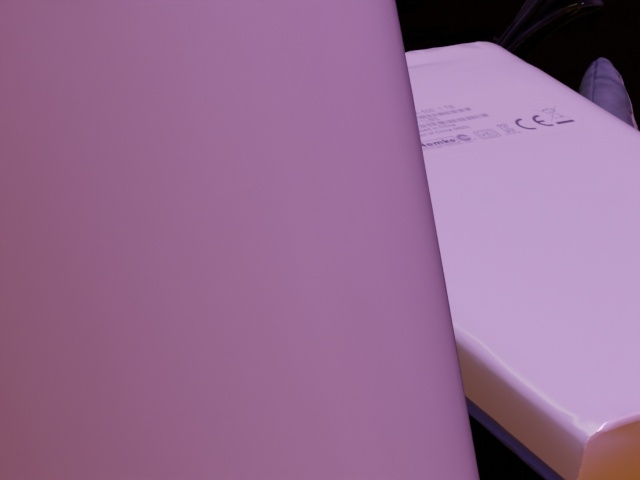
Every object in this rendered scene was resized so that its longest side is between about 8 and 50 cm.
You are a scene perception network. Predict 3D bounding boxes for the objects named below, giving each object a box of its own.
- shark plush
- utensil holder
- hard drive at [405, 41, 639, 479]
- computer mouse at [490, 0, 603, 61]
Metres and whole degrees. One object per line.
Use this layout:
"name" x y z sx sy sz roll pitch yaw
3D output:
"shark plush" 0.153 -0.056 1.166 0.073 0.067 0.161 0 22 32
"utensil holder" -0.119 0.069 0.460 0.328 0.385 0.327 -10 18 3
"hard drive" 0.095 -0.003 0.889 0.210 0.040 0.319 -11 33 -32
"computer mouse" 0.116 -0.072 1.136 0.184 0.060 0.262 -49 7 22
